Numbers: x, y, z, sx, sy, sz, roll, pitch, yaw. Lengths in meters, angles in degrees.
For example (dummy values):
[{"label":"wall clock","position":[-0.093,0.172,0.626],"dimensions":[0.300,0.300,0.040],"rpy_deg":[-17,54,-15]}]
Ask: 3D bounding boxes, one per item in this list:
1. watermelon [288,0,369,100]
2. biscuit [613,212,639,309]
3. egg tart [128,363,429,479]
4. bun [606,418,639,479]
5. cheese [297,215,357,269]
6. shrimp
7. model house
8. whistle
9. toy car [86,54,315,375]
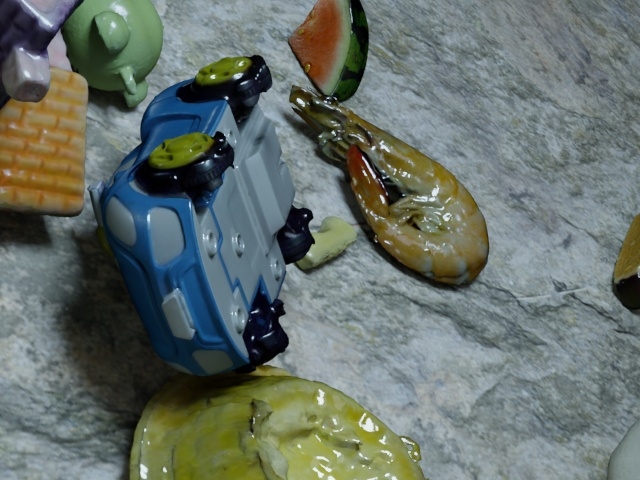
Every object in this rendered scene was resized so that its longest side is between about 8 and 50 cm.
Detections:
[{"label":"watermelon","position":[0.008,-0.222,1.526],"dimensions":[0.094,0.125,0.135],"rpy_deg":[8,60,3]},{"label":"biscuit","position":[0.412,0.021,1.655],"dimensions":[0.056,0.052,0.188],"rpy_deg":[50,36,-10]},{"label":"egg tart","position":[-0.009,0.199,1.030],"dimensions":[0.290,0.115,0.290],"rpy_deg":[26,36,-21]},{"label":"bun","position":[0.351,0.250,1.303],"dimensions":[0.173,0.120,0.173],"rpy_deg":[8,73,-28]},{"label":"cheese","position":[0.000,0.000,1.311],"dimensions":[0.083,0.030,0.044],"rpy_deg":[-30,82,-47]},{"label":"shrimp","position":[0.068,-0.055,1.414],"dimensions":[0.287,0.063,0.152],"rpy_deg":[37,47,-10]},{"label":"model house","position":[-0.259,-0.151,1.063],"dimensions":[0.202,0.237,0.237],"rpy_deg":[12,49,-44]},{"label":"whistle","position":[-0.232,-0.253,1.284],"dimensions":[0.106,0.131,0.288],"rpy_deg":[-24,66,-7]},{"label":"toy car","position":[-0.110,-0.016,1.094],"dimensions":[0.314,0.166,0.198],"rpy_deg":[-76,150,-58]}]
